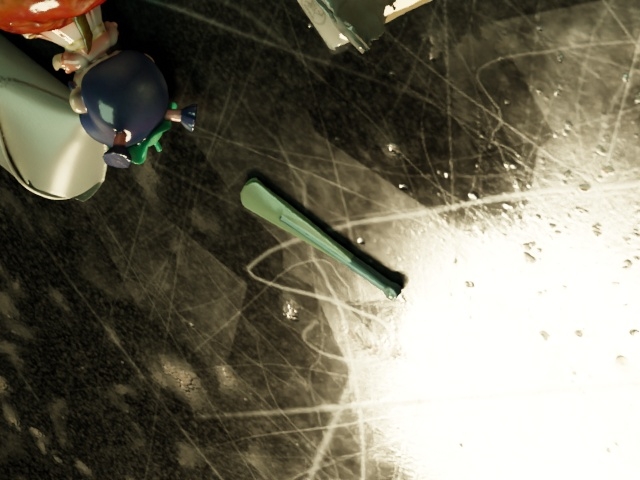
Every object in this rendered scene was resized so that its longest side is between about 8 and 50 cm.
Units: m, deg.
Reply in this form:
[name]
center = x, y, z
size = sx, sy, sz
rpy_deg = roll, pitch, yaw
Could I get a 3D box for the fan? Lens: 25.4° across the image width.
[fan]
center = 0.000, 0.000, 1.416
size = 0.193, 0.016, 0.038
rpy_deg = 34, 137, 11

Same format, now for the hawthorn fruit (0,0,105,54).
[hawthorn fruit]
center = -0.243, -0.260, 1.256
size = 0.179, 0.179, 0.200
rpy_deg = -25, 93, 48

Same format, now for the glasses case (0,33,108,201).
[glasses case]
center = -0.358, -0.164, 1.510
size = 0.308, 0.083, 0.128
rpy_deg = 38, 140, 6

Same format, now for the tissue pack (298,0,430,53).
[tissue pack]
center = -0.002, -0.300, 0.998
size = 0.238, 0.238, 0.305
rpy_deg = -18, 111, 46

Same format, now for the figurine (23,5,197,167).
[figurine]
center = -0.216, -0.161, 1.380
size = 0.195, 0.111, 0.102
rpy_deg = 55, 159, -14
